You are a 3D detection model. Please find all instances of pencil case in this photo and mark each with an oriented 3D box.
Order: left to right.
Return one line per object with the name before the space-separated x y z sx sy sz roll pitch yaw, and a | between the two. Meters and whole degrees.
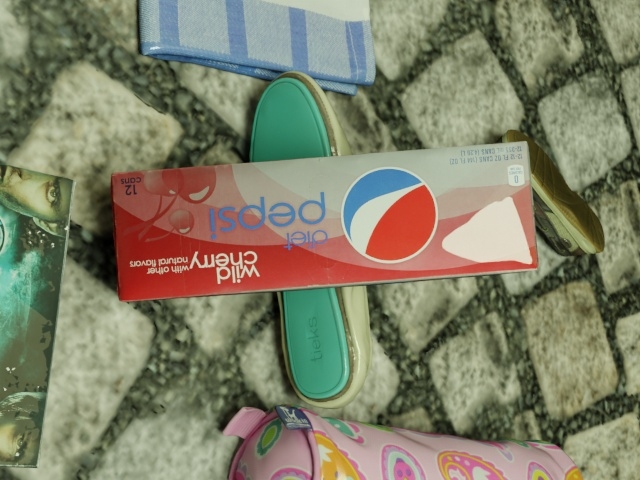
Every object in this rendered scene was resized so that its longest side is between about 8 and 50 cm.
pencil case | 0.067 0.189 0.732 0.284 0.124 0.124 15 75 -31

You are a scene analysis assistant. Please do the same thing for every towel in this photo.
towel | -0.044 -0.265 0.774 0.209 0.034 0.285 5 80 -34

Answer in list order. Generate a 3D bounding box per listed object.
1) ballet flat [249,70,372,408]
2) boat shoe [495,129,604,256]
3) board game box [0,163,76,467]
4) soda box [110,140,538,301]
ballet flat | 0.000 0.000 0.747 0.086 0.086 0.249 -3 86 -35
boat shoe | 0.199 -0.035 0.898 0.152 0.049 0.056 46 37 -22
board game box | -0.223 0.041 0.606 0.126 0.026 0.186 12 76 -33
soda box | 0.002 -0.010 0.652 0.263 0.092 0.084 -5 88 1
